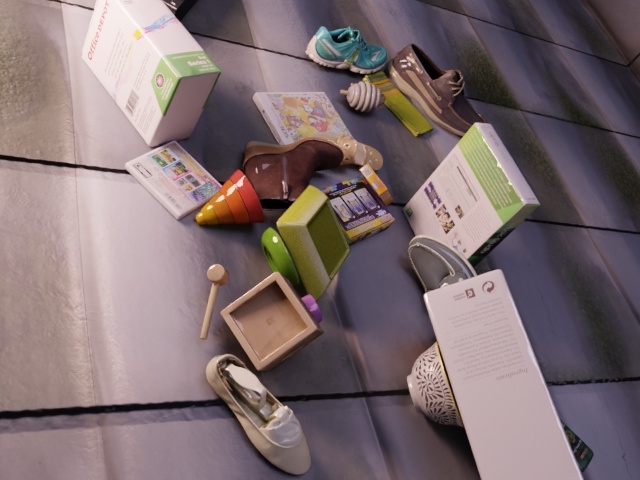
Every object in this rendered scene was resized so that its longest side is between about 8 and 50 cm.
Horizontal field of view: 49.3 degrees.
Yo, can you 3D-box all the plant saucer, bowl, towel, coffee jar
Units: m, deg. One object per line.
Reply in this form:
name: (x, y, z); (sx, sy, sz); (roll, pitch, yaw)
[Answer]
plant saucer: (0.000, 0.000, 1.426); (0.188, 0.045, 0.188); (66, 31, -19)
bowl: (0.218, 0.291, 1.363); (0.170, 0.080, 0.170); (-19, 90, -80)
towel: (0.229, -0.400, 2.025); (0.237, 0.021, 0.102); (49, 44, 11)
coffee jar: (0.476, 0.406, 1.460); (0.184, 0.079, 0.096); (49, 43, 12)

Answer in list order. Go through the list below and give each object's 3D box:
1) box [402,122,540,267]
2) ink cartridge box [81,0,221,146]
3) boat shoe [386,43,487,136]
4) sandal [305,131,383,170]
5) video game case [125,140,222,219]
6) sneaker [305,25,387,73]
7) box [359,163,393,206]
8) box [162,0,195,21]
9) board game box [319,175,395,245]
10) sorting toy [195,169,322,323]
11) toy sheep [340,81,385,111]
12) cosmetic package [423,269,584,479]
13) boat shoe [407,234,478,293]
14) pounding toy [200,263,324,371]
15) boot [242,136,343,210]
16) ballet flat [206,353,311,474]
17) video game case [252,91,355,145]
box: (0.331, -0.076, 1.595); (0.058, 0.322, 0.232); (-3, 57, -32)
ink cartridge box: (-0.362, -0.371, 1.465); (0.117, 0.201, 0.278); (-24, 70, -45)
boat shoe: (0.359, -0.445, 2.069); (0.355, 0.130, 0.132); (37, 43, -1)
sandal: (0.074, -0.224, 1.699); (0.240, 0.079, 0.088); (9, 73, -36)
video game case: (-0.297, -0.127, 1.437); (0.157, 0.019, 0.143); (44, 42, 7)
sneaker: (0.090, -0.545, 1.980); (0.275, 0.110, 0.107); (-5, 47, -38)
box: (0.137, -0.130, 1.683); (0.081, 0.028, 0.136); (54, 2, 16)
box: (-0.407, -0.641, 1.740); (0.184, 0.103, 0.261); (27, 43, -8)
board game box: (0.071, -0.068, 1.615); (0.170, 0.048, 0.141); (-22, 71, -44)
sorting toy: (-0.134, 0.035, 1.373); (0.126, 0.127, 0.365); (-26, 71, -13)
toy sheep: (0.115, -0.392, 1.898); (0.132, 0.091, 0.091); (3, 52, -15)
cosmetic package: (0.345, 0.312, 1.301); (0.230, 0.161, 0.453); (57, 17, -58)
boat shoe: (0.298, 0.125, 1.555); (0.319, 0.116, 0.099); (52, 41, 7)
pounding toy: (-0.128, 0.133, 1.265); (0.206, 0.181, 0.094); (54, 1, 15)
boot: (-0.046, -0.138, 1.553); (0.248, 0.090, 0.207); (0, 45, -20)
ballet flat: (-0.098, 0.287, 1.172); (0.248, 0.086, 0.086); (45, 43, 7)
video game case: (-0.033, -0.292, 1.751); (0.227, 0.026, 0.206); (-10, 61, -39)
